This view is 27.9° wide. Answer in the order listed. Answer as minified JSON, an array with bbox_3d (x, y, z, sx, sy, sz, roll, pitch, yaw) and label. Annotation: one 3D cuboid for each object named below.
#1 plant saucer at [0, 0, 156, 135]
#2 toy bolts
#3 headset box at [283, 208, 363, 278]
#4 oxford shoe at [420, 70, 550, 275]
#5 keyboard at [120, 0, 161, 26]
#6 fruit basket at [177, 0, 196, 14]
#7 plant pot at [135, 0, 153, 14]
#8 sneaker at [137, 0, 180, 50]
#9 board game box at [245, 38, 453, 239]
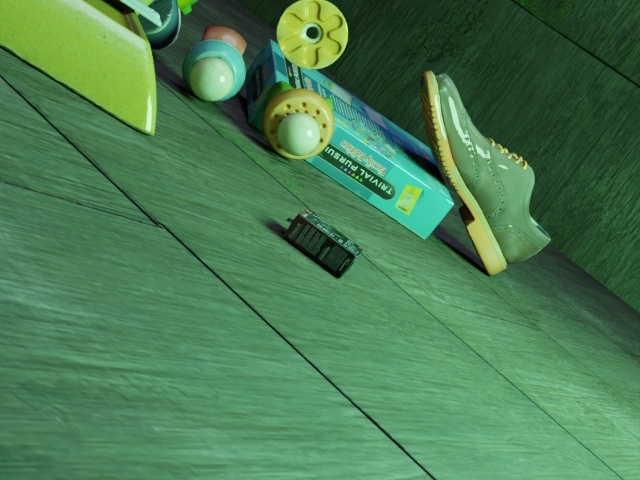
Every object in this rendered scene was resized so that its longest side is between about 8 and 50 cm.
[{"bbox_3d":[-0.316,-0.271,1.418,0.332,0.081,0.333,32,10,-22],"label":"plant saucer"},{"bbox_3d":[-0.074,-0.234,1.778,0.228,0.218,0.158,16,19,-6],"label":"toy bolts"},{"bbox_3d":[0.000,0.000,1.348,0.083,0.032,0.062,35,9,2],"label":"headset box"},{"bbox_3d":[0.259,-0.122,2.047,0.130,0.132,0.364,-101,167,-62],"label":"oxford shoe"},{"bbox_3d":[-0.294,-0.326,1.492,0.256,0.014,0.072,32,5,-20],"label":"keyboard"},{"bbox_3d":[-0.340,-0.584,2.309,0.392,0.283,0.392,26,21,-10],"label":"fruit basket"},{"bbox_3d":[-0.293,-0.324,1.690,0.134,0.095,0.134,34,11,-7],"label":"plant pot"},{"bbox_3d":[-0.291,-0.424,1.912,0.131,0.112,0.319,71,1,-74],"label":"sneaker"},{"bbox_3d":[0.039,-0.164,2.040,0.336,0.079,0.254,32,17,-17],"label":"board game box"}]
